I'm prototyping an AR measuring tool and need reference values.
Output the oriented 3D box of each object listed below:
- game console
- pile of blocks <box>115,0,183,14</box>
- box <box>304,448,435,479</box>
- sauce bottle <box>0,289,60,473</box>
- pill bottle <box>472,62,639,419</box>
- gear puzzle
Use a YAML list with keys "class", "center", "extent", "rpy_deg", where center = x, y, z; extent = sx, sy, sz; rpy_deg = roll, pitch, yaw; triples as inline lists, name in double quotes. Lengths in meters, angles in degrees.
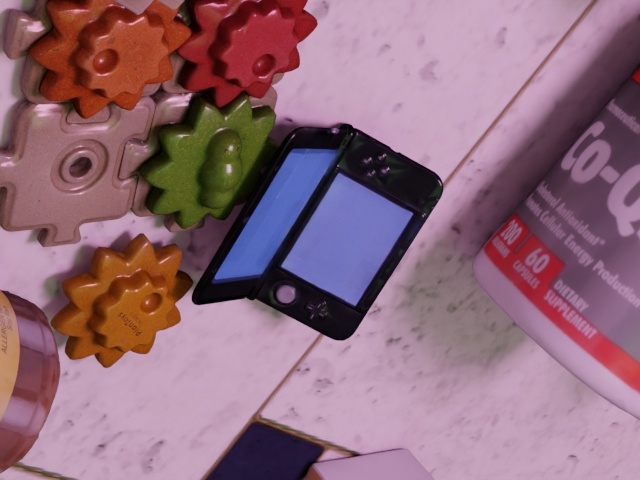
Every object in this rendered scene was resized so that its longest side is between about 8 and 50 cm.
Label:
- class: "game console"
  center: [0.000, 0.000, 1.038]
  extent: [0.107, 0.071, 0.122]
  rpy_deg: [29, 109, -11]
- class: "pile of blocks"
  center: [-0.121, -0.212, 0.693]
  extent: [0.149, 0.113, 0.362]
  rpy_deg: [-27, 132, 2]
- class: "box"
  center: [0.034, 0.253, 1.250]
  extent: [0.091, 0.130, 0.170]
  rpy_deg: [-4, 127, -38]
- class: "sauce bottle"
  center: [-0.273, 0.028, 0.817]
  extent: [0.344, 0.111, 0.111]
  rpy_deg: [26, 106, -47]
- class: "pill bottle"
  center: [0.244, -0.038, 1.139]
  extent: [0.283, 0.161, 0.161]
  rpy_deg: [-50, 140, 9]
- class: "gear puzzle"
  center: [-0.084, -0.062, 0.939]
  extent: [0.175, 0.044, 0.339]
  rpy_deg: [-8, 129, -35]
